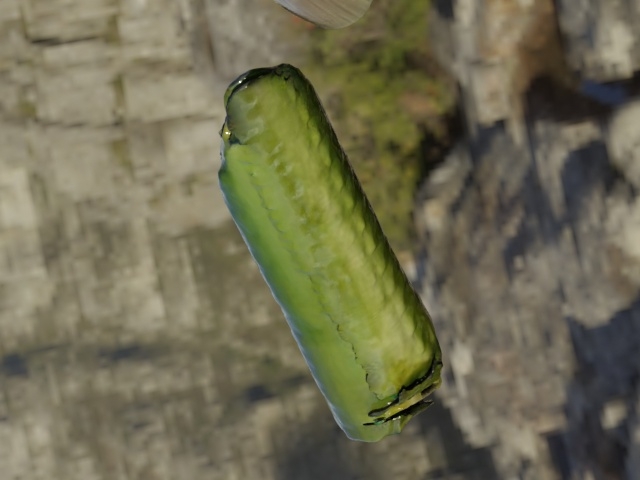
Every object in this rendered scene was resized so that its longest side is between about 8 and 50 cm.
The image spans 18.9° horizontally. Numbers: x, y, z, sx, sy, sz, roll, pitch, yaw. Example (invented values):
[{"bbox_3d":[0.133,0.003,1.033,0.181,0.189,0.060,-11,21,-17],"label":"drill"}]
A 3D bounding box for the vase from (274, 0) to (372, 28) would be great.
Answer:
[{"bbox_3d":[-0.012,-0.150,1.036,0.100,0.053,0.053,18,-128,-61],"label":"vase"}]

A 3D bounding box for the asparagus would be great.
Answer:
[{"bbox_3d":[0.000,0.000,1.500,0.128,0.108,0.382,-93,-18,-52],"label":"asparagus"}]
